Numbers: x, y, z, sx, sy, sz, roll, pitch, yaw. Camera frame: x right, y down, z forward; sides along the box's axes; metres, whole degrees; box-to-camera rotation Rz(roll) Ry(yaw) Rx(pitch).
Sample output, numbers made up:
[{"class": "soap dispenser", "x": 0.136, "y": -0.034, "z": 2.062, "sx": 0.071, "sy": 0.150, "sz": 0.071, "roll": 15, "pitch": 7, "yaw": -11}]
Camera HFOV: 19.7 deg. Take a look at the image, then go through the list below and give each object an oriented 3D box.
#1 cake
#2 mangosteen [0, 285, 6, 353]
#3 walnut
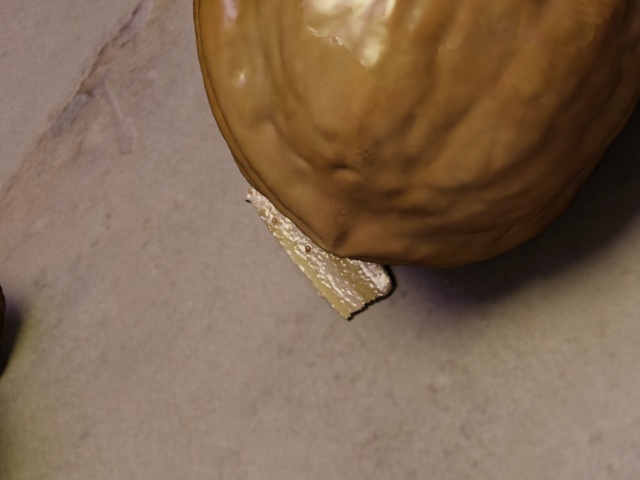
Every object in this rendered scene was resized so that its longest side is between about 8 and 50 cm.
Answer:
[{"class": "cake", "x": 0.000, "y": 0.000, "z": 1.254, "sx": 0.052, "sy": 0.065, "sz": 0.121, "roll": -42, "pitch": 50, "yaw": 12}, {"class": "mangosteen", "x": -0.427, "y": 0.122, "z": 1.334, "sx": 0.382, "sy": 0.382, "sz": 0.435, "roll": -19, "pitch": 12, "yaw": 29}, {"class": "walnut", "x": 0.070, "y": -0.145, "z": 1.130, "sx": 0.306, "sy": 0.306, "sz": 0.344, "roll": 3, "pitch": 66, "yaw": 41}]
